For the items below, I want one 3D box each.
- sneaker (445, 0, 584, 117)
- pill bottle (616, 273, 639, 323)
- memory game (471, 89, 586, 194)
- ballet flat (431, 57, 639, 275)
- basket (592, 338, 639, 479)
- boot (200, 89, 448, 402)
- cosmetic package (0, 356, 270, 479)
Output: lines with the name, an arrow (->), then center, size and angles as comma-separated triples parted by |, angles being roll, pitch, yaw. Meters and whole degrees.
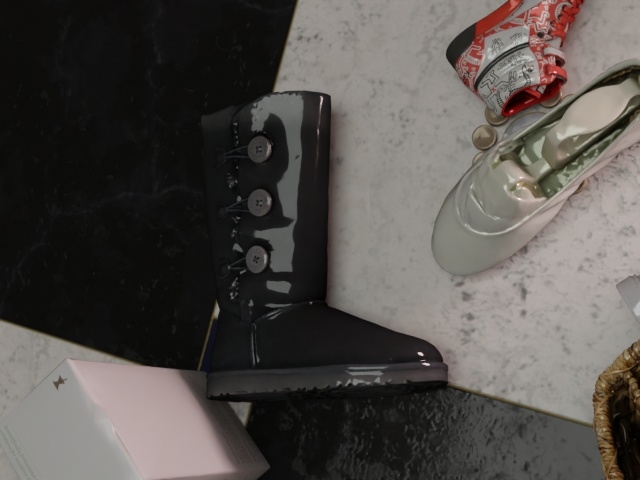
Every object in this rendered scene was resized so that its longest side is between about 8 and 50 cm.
sneaker -> 0.316, -0.286, 1.432 | 0.270, 0.090, 0.145 | -39, 65, 13
pill bottle -> 0.484, 0.036, 1.293 | 0.216, 0.121, 0.121 | -34, 70, 15
memory game -> 0.300, -0.132, 1.460 | 0.186, 0.012, 0.186 | -4, 79, 22
ballet flat -> 0.292, -0.107, 1.381 | 0.400, 0.139, 0.139 | -39, 68, 13
basket -> 0.427, 0.242, 1.160 | 0.213, 0.223, 0.299 | -21, 50, 2
boot -> -0.002, 0.000, 1.510 | 0.367, 0.146, 0.445 | -5, 75, 21
cosmetic package -> -0.243, 0.285, 1.430 | 0.155, 0.365, 0.197 | -42, 67, 12
